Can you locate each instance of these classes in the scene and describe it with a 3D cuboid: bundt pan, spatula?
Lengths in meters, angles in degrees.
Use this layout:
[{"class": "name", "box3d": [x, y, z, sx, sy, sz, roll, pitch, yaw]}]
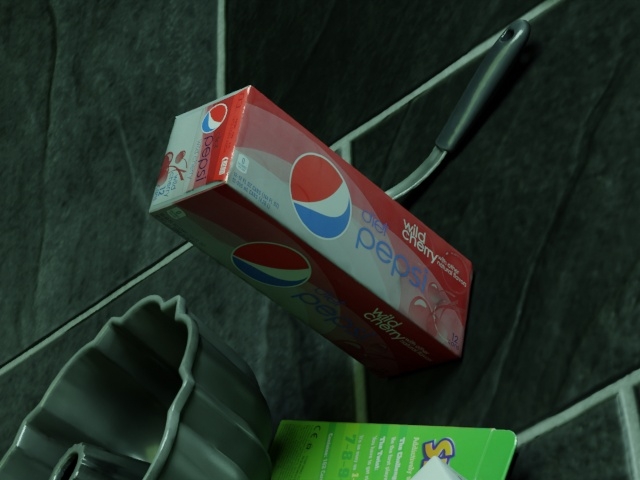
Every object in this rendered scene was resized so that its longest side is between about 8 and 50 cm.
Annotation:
[{"class": "bundt pan", "box3d": [-0.155, 0.212, 1.511, 0.331, 0.124, 0.331, -44, 26, 27]}, {"class": "spatula", "box3d": [0.082, -0.062, 1.587, 0.296, 0.030, 0.084, -52, 31, 3]}]

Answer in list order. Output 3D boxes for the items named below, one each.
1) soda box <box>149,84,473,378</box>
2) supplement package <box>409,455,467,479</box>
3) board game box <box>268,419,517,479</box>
[{"class": "soda box", "box3d": [0.000, 0.000, 1.420, 0.083, 0.263, 0.092, -20, 47, 40]}, {"class": "supplement package", "box3d": [0.111, 0.271, 1.157, 0.134, 0.139, 0.244, -47, 33, 8]}, {"class": "board game box", "box3d": [0.040, 0.196, 1.403, 0.259, 0.039, 0.124, -6, 56, 51]}]
